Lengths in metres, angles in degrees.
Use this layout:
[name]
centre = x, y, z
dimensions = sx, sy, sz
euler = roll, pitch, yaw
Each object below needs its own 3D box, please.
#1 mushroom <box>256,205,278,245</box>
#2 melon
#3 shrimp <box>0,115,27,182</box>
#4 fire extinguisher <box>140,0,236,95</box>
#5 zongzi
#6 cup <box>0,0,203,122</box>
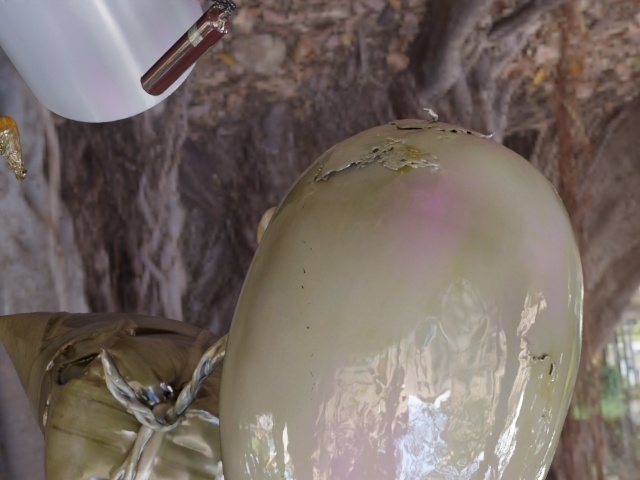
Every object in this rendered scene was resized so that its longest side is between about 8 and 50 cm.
[mushroom]
centre = 0.001, -0.001, 1.507
dimensions = 0.212, 0.097, 0.088
euler = 7, 164, -43
[melon]
centre = 0.050, 0.073, 0.675
dimensions = 0.223, 0.317, 0.223
euler = 17, 174, 2
[shrimp]
centre = -0.402, -0.099, 1.329
dimensions = 0.025, 0.091, 0.127
euler = 18, 153, 13
[fire extinguisher]
centre = -0.127, -0.204, 1.071
dimensions = 0.173, 0.035, 0.049
euler = -31, -171, 45
[zongzi]
centre = -0.246, 0.148, 0.982
dimensions = 0.466, 0.218, 0.500
euler = 17, 172, 16
[cup]
centre = -0.303, -0.336, 1.274
dimensions = 0.253, 0.253, 0.371
euler = -6, 153, 7
